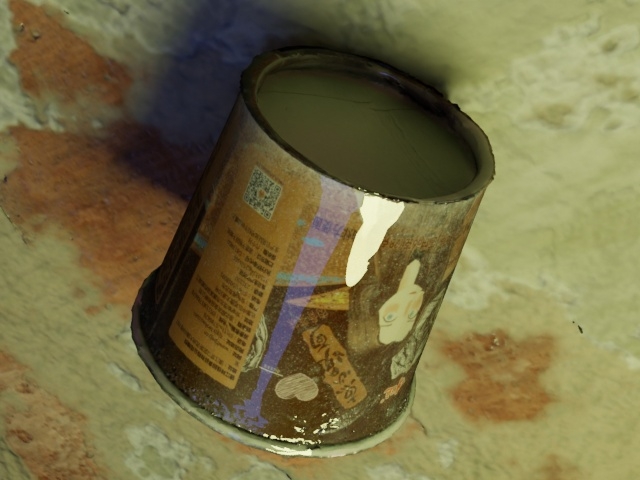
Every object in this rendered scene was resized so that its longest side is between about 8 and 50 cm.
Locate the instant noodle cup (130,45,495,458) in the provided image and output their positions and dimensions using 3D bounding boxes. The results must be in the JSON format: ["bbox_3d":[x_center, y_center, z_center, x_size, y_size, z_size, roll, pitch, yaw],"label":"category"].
[{"bbox_3d":[0.000,0.000,0.831,0.217,0.217,0.207,23,124,0],"label":"instant noodle cup"}]
